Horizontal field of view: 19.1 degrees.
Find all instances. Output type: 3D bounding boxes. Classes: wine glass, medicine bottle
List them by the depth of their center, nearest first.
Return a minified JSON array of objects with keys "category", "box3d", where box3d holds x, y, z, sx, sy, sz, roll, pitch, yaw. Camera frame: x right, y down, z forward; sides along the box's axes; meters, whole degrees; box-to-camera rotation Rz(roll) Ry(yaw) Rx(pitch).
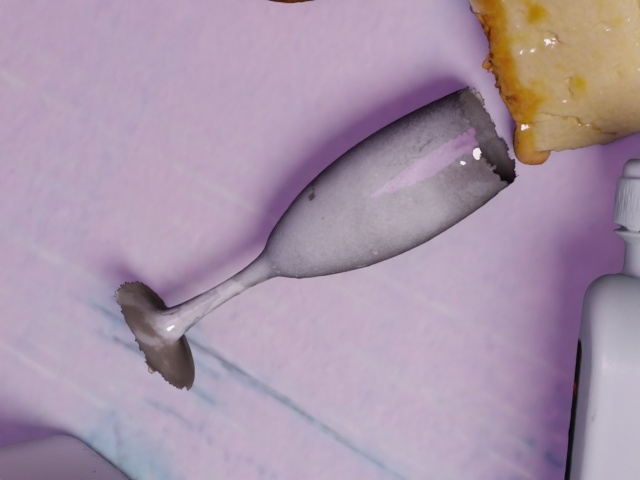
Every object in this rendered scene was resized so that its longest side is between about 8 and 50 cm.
[{"category":"medicine bottle","box3d":[0.149,0.081,0.811,0.083,0.121,0.229,8,93,22]},{"category":"wine glass","box3d":[0.000,0.000,0.905,0.198,0.066,0.066,-30,80,18]}]

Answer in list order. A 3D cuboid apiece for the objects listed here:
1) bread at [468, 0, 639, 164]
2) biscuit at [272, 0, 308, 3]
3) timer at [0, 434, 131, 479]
[{"category":"bread","box3d":[0.116,-0.102,0.874,0.084,0.080,0.109,-11,128,15]},{"category":"biscuit","box3d":[-0.009,-0.219,0.918,0.212,0.036,0.212,0,91,23]},{"category":"timer","box3d":[-0.145,0.224,0.892,0.192,0.195,0.194,35,104,18]}]
